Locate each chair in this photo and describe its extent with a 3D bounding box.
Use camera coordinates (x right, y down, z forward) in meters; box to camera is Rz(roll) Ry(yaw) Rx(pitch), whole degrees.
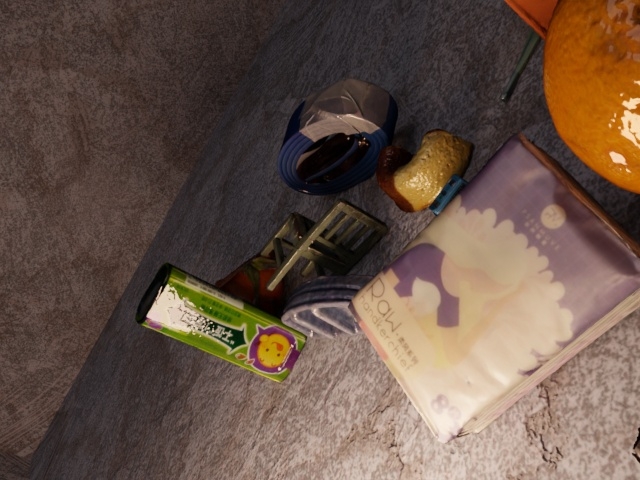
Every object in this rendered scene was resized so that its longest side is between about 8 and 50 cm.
[{"bbox_3d":[0.000,0.000,1.331,0.270,0.136,0.147,-50,29,24],"label":"chair"}]

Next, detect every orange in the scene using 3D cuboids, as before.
[{"bbox_3d":[0.393,-0.195,0.643,0.312,0.312,0.312,-42,32,34],"label":"orange"}]

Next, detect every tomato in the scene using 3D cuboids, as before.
[{"bbox_3d":[-0.195,0.157,1.496,0.309,0.170,0.309,-33,1,1],"label":"tomato"}]

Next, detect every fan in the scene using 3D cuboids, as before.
[{"bbox_3d":[0.377,-0.340,1.131,0.038,0.016,0.193,15,77,61],"label":"fan"}]

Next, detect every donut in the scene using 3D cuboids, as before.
[{"bbox_3d":[0.184,-0.136,1.197,0.217,0.085,0.141,-17,49,53],"label":"donut"}]

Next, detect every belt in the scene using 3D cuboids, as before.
[{"bbox_3d":[0.030,-0.230,1.424,0.347,0.212,0.117,-31,37,53],"label":"belt"}]

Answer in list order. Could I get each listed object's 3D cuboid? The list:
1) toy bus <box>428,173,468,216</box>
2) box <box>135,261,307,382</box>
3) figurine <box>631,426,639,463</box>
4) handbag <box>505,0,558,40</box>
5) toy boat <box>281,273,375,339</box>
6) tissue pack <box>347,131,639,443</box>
[{"bbox_3d":[0.232,-0.073,1.091,0.083,0.046,0.038,-54,27,12],"label":"toy bus"},{"bbox_3d":[-0.202,0.174,1.280,0.134,0.345,0.097,-62,27,-1],"label":"box"},{"bbox_3d":[0.396,0.152,0.467,0.308,0.143,0.308,-18,68,53],"label":"figurine"},{"bbox_3d":[0.442,-0.418,0.772,0.410,0.303,0.116,-32,37,42],"label":"handbag"},{"bbox_3d":[0.031,0.129,1.161,0.283,0.127,0.078,-24,38,54],"label":"toy boat"},{"bbox_3d":[0.220,0.069,0.797,0.343,0.125,0.242,-48,59,24],"label":"tissue pack"}]
